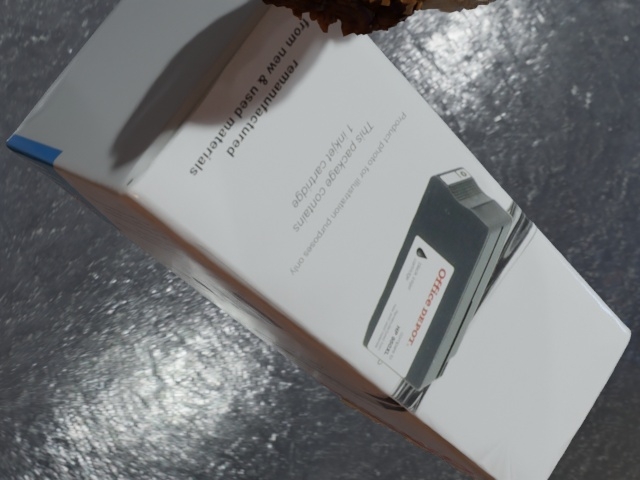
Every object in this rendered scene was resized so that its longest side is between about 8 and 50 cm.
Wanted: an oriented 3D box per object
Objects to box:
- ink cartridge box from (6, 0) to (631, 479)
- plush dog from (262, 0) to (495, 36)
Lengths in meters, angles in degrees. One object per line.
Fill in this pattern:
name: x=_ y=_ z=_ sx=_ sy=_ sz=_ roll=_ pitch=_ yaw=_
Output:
ink cartridge box: x=0.000 y=0.000 z=0.662 sx=0.395 sy=0.285 sz=0.166 roll=42 pitch=78 yaw=-32
plush dog: x=0.037 y=-0.204 z=0.358 sx=0.262 sy=0.210 sz=0.225 roll=-30 pitch=98 yaw=-26
